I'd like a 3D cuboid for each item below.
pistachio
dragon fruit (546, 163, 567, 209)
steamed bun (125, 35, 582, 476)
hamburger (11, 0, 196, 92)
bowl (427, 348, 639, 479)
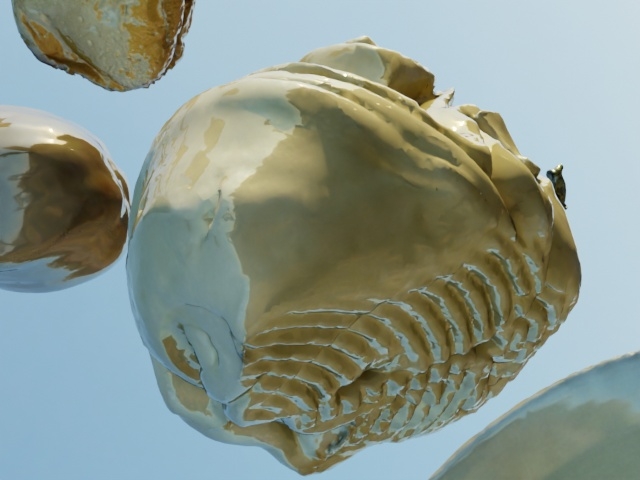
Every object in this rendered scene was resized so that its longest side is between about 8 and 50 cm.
[{"bbox_3d":[-0.290,-0.032,1.419,0.197,0.288,0.166,-52,-45,-43],"label":"pistachio"},{"bbox_3d":[0.098,0.016,1.200,0.135,0.137,0.236,-42,-14,-51],"label":"dragon fruit"},{"bbox_3d":[0.001,-0.002,0.960,0.289,0.276,0.203,-7,-126,-36],"label":"steamed bun"},{"bbox_3d":[-0.159,-0.185,1.171,0.083,0.138,0.147,-59,-18,-57],"label":"hamburger"},{"bbox_3d":[0.155,0.205,0.640,0.146,0.313,0.313,48,-135,-34],"label":"bowl"}]
